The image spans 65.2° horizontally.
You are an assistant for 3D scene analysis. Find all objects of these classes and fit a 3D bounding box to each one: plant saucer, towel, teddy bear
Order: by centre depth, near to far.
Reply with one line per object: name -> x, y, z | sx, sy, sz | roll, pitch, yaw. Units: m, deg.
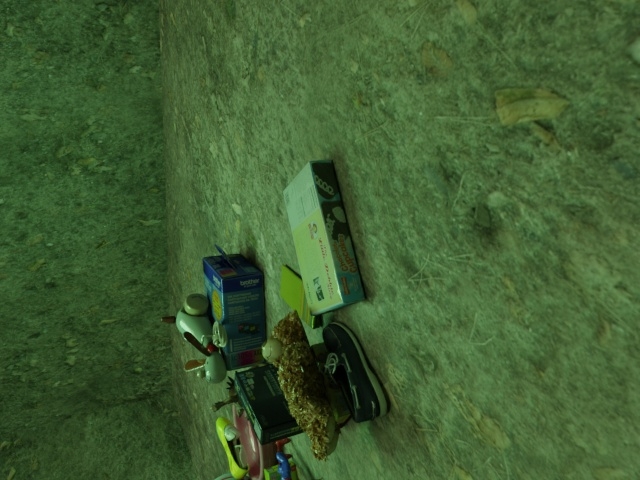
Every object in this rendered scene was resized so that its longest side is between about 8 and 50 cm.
teddy bear -> -0.049, 0.325, 1.121 | 0.245, 0.113, 0.338 | 86, 163, -69
towel -> -0.057, 0.147, 1.359 | 0.237, 0.021, 0.102 | 31, 119, 60
plant saucer -> -0.230, 0.688, 1.793 | 0.332, 0.084, 0.332 | 172, 90, -65

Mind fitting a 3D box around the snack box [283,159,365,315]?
snack box -> 0.000, 0.000, 1.147 | 0.187, 0.060, 0.321 | -35, 65, 62

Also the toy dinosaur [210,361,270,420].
toy dinosaur -> -0.220, 0.461, 1.597 | 0.295, 0.127, 0.200 | -45, 7, 16

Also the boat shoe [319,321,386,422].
boat shoe -> 0.053, 0.283, 1.093 | 0.095, 0.079, 0.254 | 102, 150, -42

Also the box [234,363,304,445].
box -> -0.114, 0.430, 1.362 | 0.232, 0.184, 0.059 | -135, 45, -53

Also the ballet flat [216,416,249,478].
ballet flat -> -0.310, 0.739, 1.812 | 0.077, 0.077, 0.231 | -45, 57, 34

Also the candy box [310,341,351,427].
candy box -> 0.016, 0.356, 1.222 | 0.186, 0.053, 0.109 | 64, 149, 30

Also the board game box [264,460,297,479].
board game box -> -0.116, 0.803, 1.576 | 0.043, 0.092, 0.181 | -11, 87, 63

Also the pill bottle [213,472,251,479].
pill bottle -> -0.278, 0.950, 1.651 | 0.408, 0.229, 0.229 | 162, 99, -74

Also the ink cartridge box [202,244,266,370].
ink cartridge box -> -0.305, 0.210, 1.748 | 0.270, 0.151, 0.395 | 26, 118, 60

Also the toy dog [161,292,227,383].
toy dog -> -0.434, 0.329, 1.686 | 0.334, 0.161, 0.220 | 39, 131, 55

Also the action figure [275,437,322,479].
action figure -> -0.062, 0.690, 1.459 | 0.280, 0.139, 0.091 | -107, 13, -75
